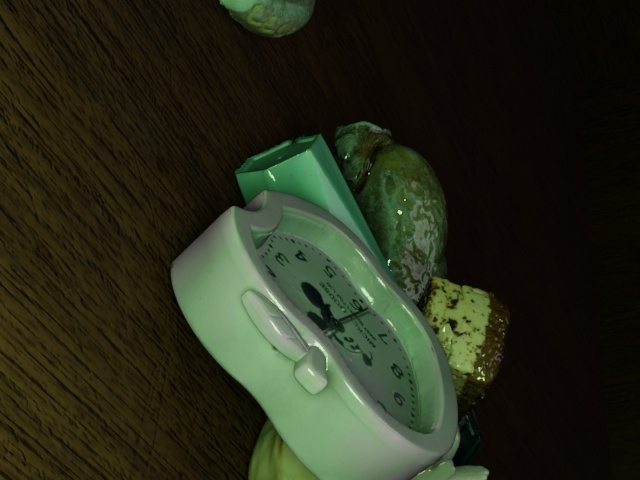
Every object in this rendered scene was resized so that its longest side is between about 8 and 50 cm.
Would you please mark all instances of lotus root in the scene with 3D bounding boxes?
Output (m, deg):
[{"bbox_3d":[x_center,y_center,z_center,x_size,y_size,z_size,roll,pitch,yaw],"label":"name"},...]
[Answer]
[{"bbox_3d":[0.079,0.028,2.017,0.175,0.175,0.349,20,69,-69],"label":"lotus root"}]

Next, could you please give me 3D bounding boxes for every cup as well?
[{"bbox_3d":[0.000,0.000,1.846,0.148,0.134,0.236,-34,110,-40],"label":"cup"}]

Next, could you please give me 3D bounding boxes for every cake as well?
[{"bbox_3d":[0.140,0.142,1.904,0.246,0.112,0.135,116,-6,-65],"label":"cake"}]

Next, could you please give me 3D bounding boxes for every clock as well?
[{"bbox_3d":[0.001,0.104,1.635,0.338,0.102,0.338,42,22,-21],"label":"clock"}]

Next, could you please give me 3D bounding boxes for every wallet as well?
[{"bbox_3d":[0.182,0.279,2.368,0.160,0.055,0.236,70,20,-5],"label":"wallet"}]

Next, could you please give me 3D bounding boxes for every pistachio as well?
[{"bbox_3d":[-0.017,0.231,1.683,0.185,0.124,0.124,-92,162,-53],"label":"pistachio"}]

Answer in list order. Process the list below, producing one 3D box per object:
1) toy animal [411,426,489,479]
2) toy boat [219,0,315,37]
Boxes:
[{"bbox_3d":[0.135,0.272,2.086,0.282,0.138,0.140,-74,143,-56],"label":"toy animal"},{"bbox_3d":[-0.056,-0.329,1.948,0.227,0.085,0.155,13,66,-70],"label":"toy boat"}]
